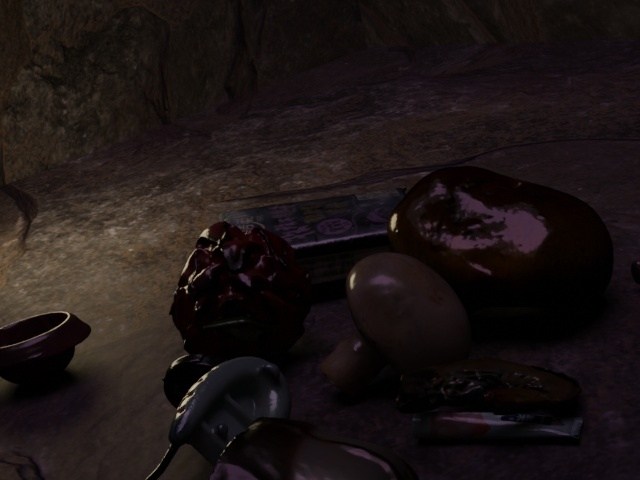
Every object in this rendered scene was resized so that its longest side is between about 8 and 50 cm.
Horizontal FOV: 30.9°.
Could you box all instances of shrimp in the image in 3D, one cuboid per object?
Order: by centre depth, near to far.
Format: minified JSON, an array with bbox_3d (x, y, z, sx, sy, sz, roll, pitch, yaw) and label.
[{"bbox_3d":[0.216,0.188,1.437,0.253,0.058,0.173,-3,9,-37],"label":"shrimp"}]

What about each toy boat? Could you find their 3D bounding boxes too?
[{"bbox_3d":[-0.105,0.220,1.488,0.079,0.134,0.208,-53,-6,36],"label":"toy boat"}]

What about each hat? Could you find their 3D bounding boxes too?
[{"bbox_3d":[-0.475,0.186,1.914,0.206,0.089,0.205,-15,14,4],"label":"hat"}]

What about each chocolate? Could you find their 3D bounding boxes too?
[{"bbox_3d":[-0.003,0.302,1.037,0.186,0.283,0.283,13,25,15],"label":"chocolate"}]

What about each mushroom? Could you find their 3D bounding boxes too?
[{"bbox_3d":[0.112,0.129,1.600,0.206,0.209,0.206,16,15,-4],"label":"mushroom"},{"bbox_3d":[0.266,0.030,1.764,0.346,0.259,0.345,15,14,-4],"label":"mushroom"}]

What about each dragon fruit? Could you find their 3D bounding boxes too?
[{"bbox_3d":[-0.130,0.070,1.795,0.234,0.233,0.293,-16,36,-11],"label":"dragon fruit"}]

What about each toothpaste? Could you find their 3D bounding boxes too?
[{"bbox_3d":[0.216,0.228,1.422,0.205,0.036,0.056,-2,16,19],"label":"toothpaste"}]

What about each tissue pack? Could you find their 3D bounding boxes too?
[{"bbox_3d":[0.000,0.000,2.061,0.362,0.122,0.259,-10,19,-3],"label":"tissue pack"}]

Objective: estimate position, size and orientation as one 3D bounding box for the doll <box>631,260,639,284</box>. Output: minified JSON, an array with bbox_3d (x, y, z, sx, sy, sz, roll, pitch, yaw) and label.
[{"bbox_3d":[0.543,0.026,1.729,0.152,0.085,0.114,-26,44,-10],"label":"doll"}]

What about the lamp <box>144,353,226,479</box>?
[{"bbox_3d":[-0.230,0.276,1.488,0.109,0.130,0.371,20,38,18],"label":"lamp"}]
